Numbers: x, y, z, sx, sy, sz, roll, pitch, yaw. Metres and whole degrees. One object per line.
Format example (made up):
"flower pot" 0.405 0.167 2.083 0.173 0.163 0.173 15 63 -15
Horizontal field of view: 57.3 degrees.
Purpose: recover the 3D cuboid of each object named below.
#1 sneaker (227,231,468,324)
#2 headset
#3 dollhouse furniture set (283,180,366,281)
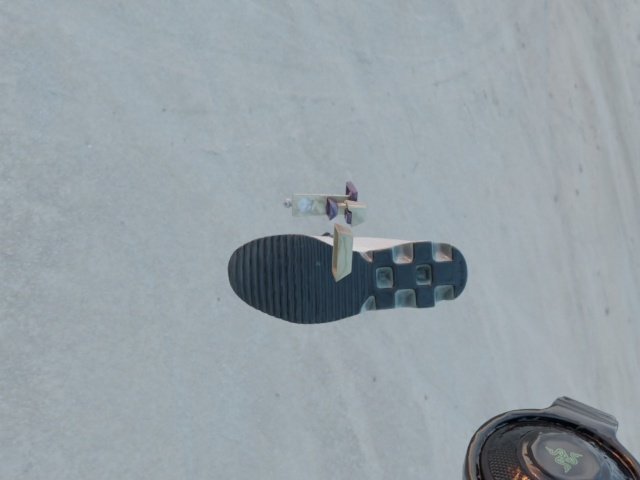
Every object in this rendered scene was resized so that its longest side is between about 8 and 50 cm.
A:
"sneaker" 0.029 0.050 0.848 0.331 0.146 0.122 3 92 -13
"headset" 0.172 0.262 0.420 0.394 0.185 0.243 1 105 -58
"dollhouse furniture set" 0.000 0.000 0.656 0.091 0.081 0.114 -110 -159 -65
